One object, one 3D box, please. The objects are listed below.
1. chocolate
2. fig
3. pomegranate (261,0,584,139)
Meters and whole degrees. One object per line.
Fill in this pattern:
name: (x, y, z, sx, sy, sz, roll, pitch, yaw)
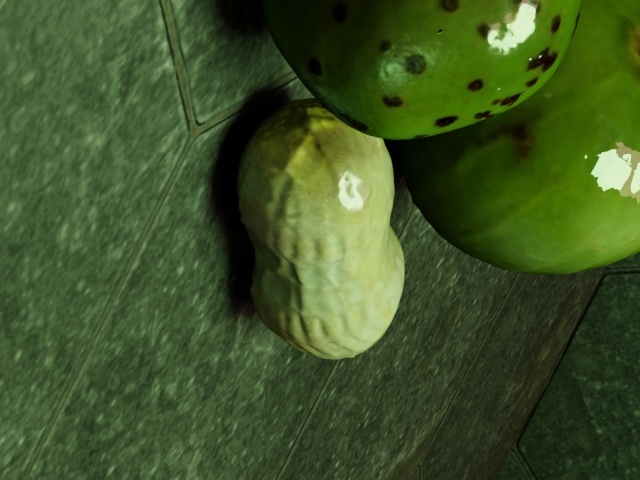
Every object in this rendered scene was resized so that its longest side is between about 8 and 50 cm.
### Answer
chocolate: (0.000, 0.000, 1.354, 0.134, 0.134, 0.309, -54, 158, -21)
fig: (0.197, -0.104, 1.511, 0.316, 0.316, 0.316, -50, 158, -29)
pomegranate: (0.086, -0.190, 1.184, 0.231, 0.230, 0.286, -68, 170, 18)
